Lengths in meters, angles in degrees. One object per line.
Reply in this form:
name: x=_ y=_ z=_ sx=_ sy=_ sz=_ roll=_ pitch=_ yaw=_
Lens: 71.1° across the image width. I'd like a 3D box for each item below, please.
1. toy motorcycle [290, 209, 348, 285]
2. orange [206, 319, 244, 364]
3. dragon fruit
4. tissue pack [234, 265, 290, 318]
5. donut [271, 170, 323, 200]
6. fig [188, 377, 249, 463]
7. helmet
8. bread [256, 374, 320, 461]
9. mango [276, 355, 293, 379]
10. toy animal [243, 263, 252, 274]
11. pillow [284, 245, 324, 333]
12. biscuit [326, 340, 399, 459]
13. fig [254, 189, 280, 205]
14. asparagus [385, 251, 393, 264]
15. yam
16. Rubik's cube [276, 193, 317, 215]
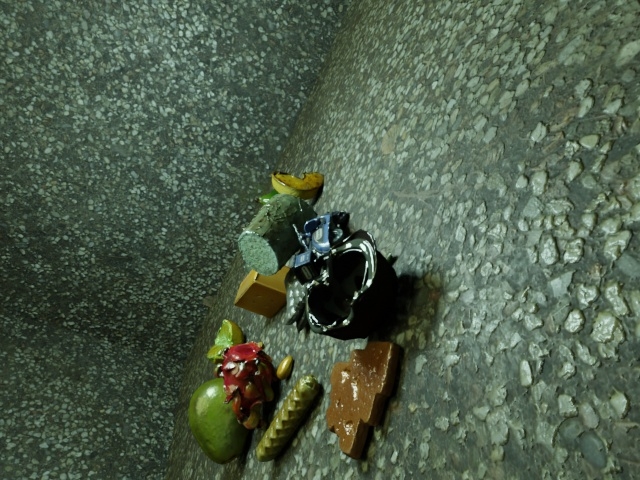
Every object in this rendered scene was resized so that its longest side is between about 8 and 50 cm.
toy motorcycle: x=0.000 y=0.000 z=1.600 sx=0.212 sy=0.125 sz=0.359 roll=-21 pitch=26 yaw=14
orange: x=-0.492 y=0.553 z=2.391 sx=0.179 sy=0.158 sz=0.238 roll=-20 pitch=47 yaw=58
dragon fruit: x=-0.282 y=0.539 z=1.703 sx=0.227 sy=0.243 sz=0.307 roll=-18 pitch=35 yaw=16
tissue pack: x=-0.250 y=0.217 z=2.034 sx=0.274 sy=0.194 sz=0.146 roll=-46 pitch=29 yaw=48
donut: x=-0.100 y=-0.256 z=2.130 sx=0.152 sy=0.258 sz=0.101 roll=-118 pitch=36 yaw=-44
fig: x=-0.399 y=0.724 z=1.807 sx=0.258 sy=0.257 sz=0.327 roll=-54 pitch=39 yaw=37
helmet: x=0.104 y=0.134 z=1.163 sx=0.305 sy=0.177 sz=0.225 roll=-50 pitch=30 yaw=21
bread: x=-0.105 y=0.567 z=1.414 sx=0.077 sy=0.084 sz=0.368 roll=42 pitch=113 yaw=28
mango: x=-0.127 y=0.468 z=1.647 sx=0.089 sy=0.046 sz=0.060 roll=-59 pitch=18 yaw=-13
toy animal: x=-0.303 y=0.120 z=2.466 sx=0.251 sy=0.127 sz=0.126 roll=-33 pitch=25 yaw=38
pillow: x=-0.059 y=0.161 z=1.711 sx=0.228 sy=0.101 sz=0.326 roll=-58 pitch=19 yaw=24
biscuit: x=0.107 y=0.363 z=1.101 sx=0.306 sy=0.043 sz=0.284 roll=-57 pitch=20 yaw=26
fig: x=-0.227 y=-0.218 z=2.401 sx=0.203 sy=0.235 sz=0.203 roll=-162 pitch=90 yaw=-75
asparagus: x=0.176 y=0.076 z=1.265 sx=0.108 sy=0.021 sz=0.025 roll=-58 pitch=16 yaw=29
yam: x=-0.171 y=-0.030 z=1.826 sx=0.241 sy=0.241 sz=0.348 roll=-50 pitch=2 yaw=43
Rubik's cube: x=-0.148 y=-0.094 z=2.113 sx=0.187 sy=0.184 sz=0.182 roll=-65 pitch=19 yaw=7
